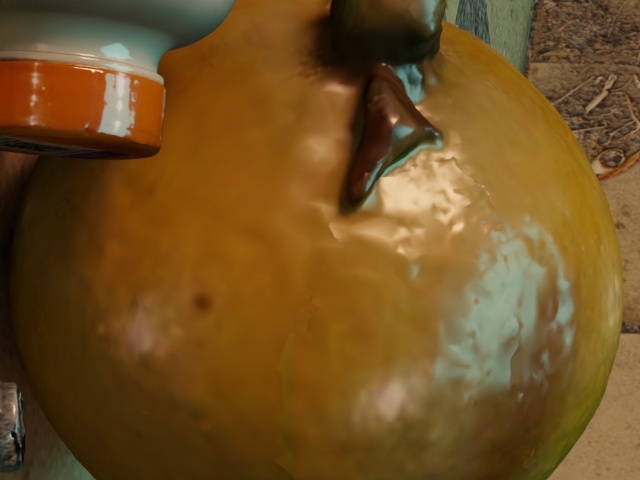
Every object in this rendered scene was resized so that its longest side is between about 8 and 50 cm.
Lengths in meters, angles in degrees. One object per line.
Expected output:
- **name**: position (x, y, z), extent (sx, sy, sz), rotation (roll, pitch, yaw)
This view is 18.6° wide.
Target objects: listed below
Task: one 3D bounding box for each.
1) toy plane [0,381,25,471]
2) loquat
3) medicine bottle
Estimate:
- **toy plane**: position (-0.174, 0.037, 0.830), extent (0.108, 0.092, 0.286), rotation (-111, -162, -67)
- **loquat**: position (0.000, 0.000, 1.029), extent (0.328, 0.328, 0.359), rotation (-71, 176, -49)
- **medicine bottle**: position (-0.109, -0.184, 0.882), extent (0.157, 0.157, 0.288), rotation (21, 73, -76)
